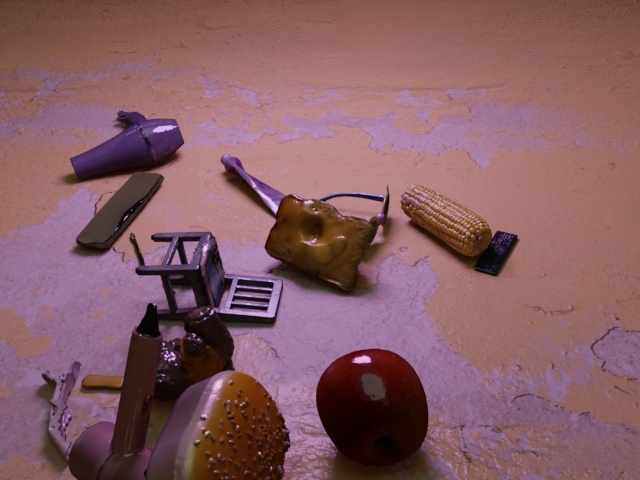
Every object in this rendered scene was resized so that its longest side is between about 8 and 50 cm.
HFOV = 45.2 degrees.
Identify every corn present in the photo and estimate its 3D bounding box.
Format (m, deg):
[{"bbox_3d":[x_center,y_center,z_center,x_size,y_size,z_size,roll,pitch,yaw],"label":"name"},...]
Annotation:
[{"bbox_3d":[0.285,-0.049,1.749,0.093,0.093,0.244,-24,40,-25],"label":"corn"}]

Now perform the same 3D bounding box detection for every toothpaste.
[{"bbox_3d":[-0.160,-0.140,1.958,0.075,0.048,0.301,-1,32,-47],"label":"toothpaste"}]

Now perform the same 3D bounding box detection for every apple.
[{"bbox_3d":[0.084,0.273,1.266,0.181,0.181,0.168,-6,42,-3],"label":"apple"}]

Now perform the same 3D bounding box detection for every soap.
[{"bbox_3d":[-0.408,0.268,1.456,0.089,0.012,0.034,1,37,8],"label":"soap"}]

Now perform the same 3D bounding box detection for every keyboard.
[{"bbox_3d":[0.391,0.025,1.709,0.053,0.010,0.155,14,40,25],"label":"keyboard"}]

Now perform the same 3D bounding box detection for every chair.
[{"bbox_3d":[-0.224,0.073,1.592,0.270,0.147,0.136,0,36,8],"label":"chair"}]

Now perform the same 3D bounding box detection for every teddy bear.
[{"bbox_3d":[-0.248,0.219,1.424,0.190,0.140,0.177,-32,2,-20],"label":"teddy bear"}]

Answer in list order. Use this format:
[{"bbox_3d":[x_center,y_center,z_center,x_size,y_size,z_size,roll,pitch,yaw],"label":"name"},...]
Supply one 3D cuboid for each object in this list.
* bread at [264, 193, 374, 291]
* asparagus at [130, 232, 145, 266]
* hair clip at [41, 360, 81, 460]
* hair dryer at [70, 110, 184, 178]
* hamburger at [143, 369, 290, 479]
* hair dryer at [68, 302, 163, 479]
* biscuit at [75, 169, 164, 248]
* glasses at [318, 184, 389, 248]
[{"bbox_3d":[0.000,0.000,1.674,0.233,0.160,0.088,24,-1,17],"label":"bread"},{"bbox_3d":[-0.422,0.027,1.784,0.016,0.013,0.166,-6,36,-21],"label":"asparagus"},{"bbox_3d":[-0.475,0.309,1.390,0.072,0.034,0.226,-12,39,-5],"label":"hair clip"},{"bbox_3d":[-0.557,-0.296,2.189,0.301,0.121,0.361,-21,29,-8],"label":"hair dryer"},{"bbox_3d":[-0.145,0.336,1.163,0.151,0.227,0.295,-6,36,24],"label":"hamburger"},{"bbox_3d":[-0.279,0.262,1.189,0.189,0.344,0.107,23,19,34],"label":"hair dryer"},{"bbox_3d":[-0.491,-0.078,1.912,0.099,0.038,0.322,4,38,17],"label":"biscuit"},{"bbox_3d":[0.056,-0.042,1.813,0.220,0.088,0.189,-5,32,34],"label":"glasses"}]
